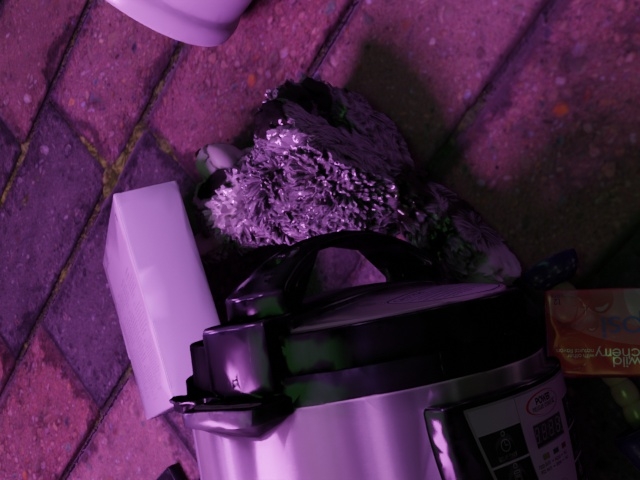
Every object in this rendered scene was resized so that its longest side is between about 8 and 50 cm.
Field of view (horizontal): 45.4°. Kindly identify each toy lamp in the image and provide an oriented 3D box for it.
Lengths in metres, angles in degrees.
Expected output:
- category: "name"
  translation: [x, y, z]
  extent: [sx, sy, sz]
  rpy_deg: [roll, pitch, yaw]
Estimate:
- category: "toy lamp"
  translation: [0.328, 0.143, 0.868]
  extent: [0.080, 0.080, 0.274]
  rpy_deg: [-36, 70, 32]

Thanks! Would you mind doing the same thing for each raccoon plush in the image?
- category: "raccoon plush"
  translation: [0.000, 0.000, 1.026]
  extent: [0.446, 0.216, 0.299]
  rpy_deg: [50, 126, 22]

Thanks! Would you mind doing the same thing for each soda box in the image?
- category: "soda box"
  translation: [0.366, 0.093, 0.778]
  extent: [0.263, 0.083, 0.092]
  rpy_deg: [-3, 80, 17]

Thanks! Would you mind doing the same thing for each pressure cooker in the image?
- category: "pressure cooker"
  translation: [0.051, 0.198, 0.770]
  extent: [0.376, 0.370, 0.420]
  rpy_deg: [-9, 86, -7]

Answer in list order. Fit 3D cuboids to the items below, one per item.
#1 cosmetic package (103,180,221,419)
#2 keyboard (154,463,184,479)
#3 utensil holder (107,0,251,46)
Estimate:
- category: "cosmetic package"
  translation: [-0.240, 0.109, 1.146]
  extent: [0.284, 0.098, 0.377]
  rpy_deg: [70, 158, 9]
- category: "keyboard"
  translation: [-0.181, 0.517, 1.282]
  extent: [0.317, 0.033, 0.201]
  rpy_deg: [54, 126, 19]
- category: "utensil holder"
  translation: [-0.149, -0.514, 1.017]
  extent: [0.385, 0.328, 0.327]
  rpy_deg: [-47, 67, 27]
